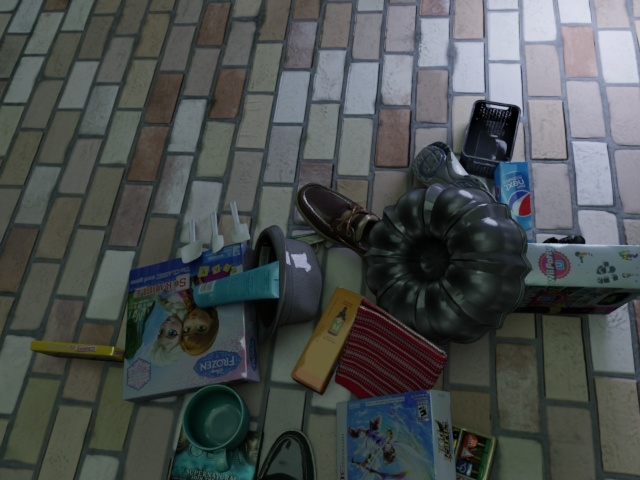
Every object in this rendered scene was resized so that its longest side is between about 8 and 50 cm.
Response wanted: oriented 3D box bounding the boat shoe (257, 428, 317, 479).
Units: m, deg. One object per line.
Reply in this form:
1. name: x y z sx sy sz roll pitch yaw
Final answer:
1. boat shoe: -0.091 0.547 1.028 0.127 0.113 0.340 13 68 14

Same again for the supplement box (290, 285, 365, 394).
1. supplement box: 0.023 0.225 1.178 0.078 0.080 0.233 24 73 16

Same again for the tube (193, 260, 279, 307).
1. tube: -0.176 0.101 1.108 0.207 0.052 0.080 -14 70 26

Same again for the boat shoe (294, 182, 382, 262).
1. boat shoe: 0.092 -0.032 1.212 0.342 0.123 0.123 40 68 5

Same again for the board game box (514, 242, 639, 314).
1. board game box: 0.481 0.086 1.097 0.303 0.224 0.097 1 68 9

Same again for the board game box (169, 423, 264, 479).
1. board game box: -0.224 0.468 1.130 0.186 0.026 0.126 4 67 10

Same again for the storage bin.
1. storage bin: 0.433 -0.259 1.334 0.122 0.084 0.180 14 69 13

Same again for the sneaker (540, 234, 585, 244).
1. sneaker: 0.540 0.021 1.190 0.170 0.089 0.051 -24 65 -3

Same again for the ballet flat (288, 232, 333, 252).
1. ballet flat: 0.000 0.000 1.303 0.168 0.057 0.052 -12 93 6

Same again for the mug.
1. mug: -0.219 0.393 1.093 0.130 0.097 0.157 14 63 14

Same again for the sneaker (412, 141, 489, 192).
1. sneaker: 0.327 -0.133 1.282 0.111 0.129 0.297 -39 44 14

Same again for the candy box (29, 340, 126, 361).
1. candy box: -0.558 0.263 1.224 0.206 0.105 0.027 2 66 9

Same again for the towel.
1. towel: 0.130 0.260 1.056 0.199 0.274 0.031 33 46 20

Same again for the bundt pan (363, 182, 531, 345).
1. bundt pan: 0.221 0.039 1.005 0.331 0.124 0.330 -6 79 37

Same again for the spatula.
1. spatula: -0.267 -0.028 1.291 0.168 0.019 0.242 -25 31 -2

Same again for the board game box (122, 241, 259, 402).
1. board game box: -0.303 0.190 1.209 0.319 0.066 0.318 -15 64 16

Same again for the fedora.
1. fedora: -0.074 0.100 1.194 0.124 0.243 0.275 4 52 -22

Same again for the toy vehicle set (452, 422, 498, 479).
1. toy vehicle set: 0.232 0.491 1.016 0.166 0.035 0.266 8 62 32

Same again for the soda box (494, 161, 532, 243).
1. soda box: 0.455 -0.076 1.232 0.067 0.071 0.210 -1 79 7

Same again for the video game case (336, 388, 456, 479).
1. video game case: 0.135 0.424 0.989 0.061 0.269 0.244 17 61 -34
